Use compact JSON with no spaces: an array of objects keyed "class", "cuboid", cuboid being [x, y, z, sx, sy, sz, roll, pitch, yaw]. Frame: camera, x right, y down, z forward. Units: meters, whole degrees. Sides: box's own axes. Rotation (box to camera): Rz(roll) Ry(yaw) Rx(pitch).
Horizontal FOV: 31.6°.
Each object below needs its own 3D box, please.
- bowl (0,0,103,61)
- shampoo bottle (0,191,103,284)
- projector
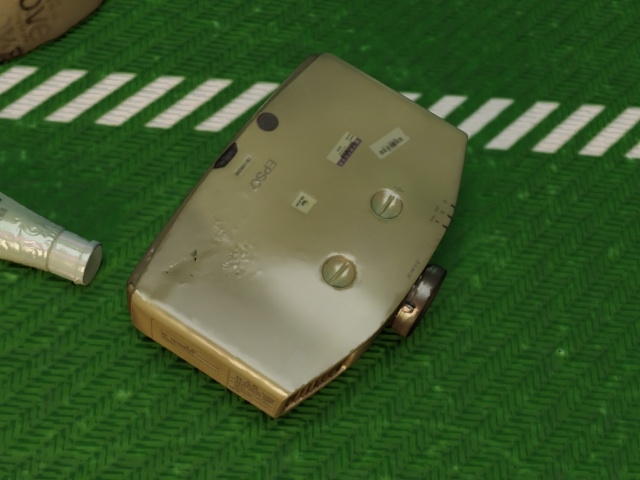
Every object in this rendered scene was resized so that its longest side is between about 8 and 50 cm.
[{"class":"bowl","cuboid":[-0.331,-0.338,0.954,0.354,0.185,0.354,3,62,-5]},{"class":"shampoo bottle","cuboid":[-0.261,-0.016,0.874,0.190,0.041,0.069,21,56,4]},{"class":"projector","cuboid":[0.000,0.000,0.868,0.193,0.088,0.269,32,64,9]}]
